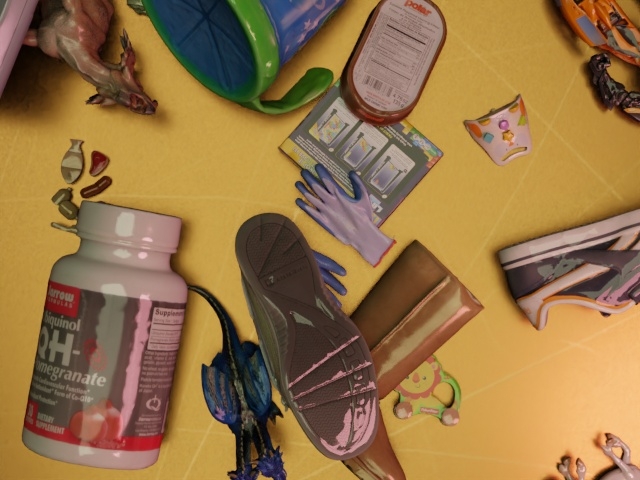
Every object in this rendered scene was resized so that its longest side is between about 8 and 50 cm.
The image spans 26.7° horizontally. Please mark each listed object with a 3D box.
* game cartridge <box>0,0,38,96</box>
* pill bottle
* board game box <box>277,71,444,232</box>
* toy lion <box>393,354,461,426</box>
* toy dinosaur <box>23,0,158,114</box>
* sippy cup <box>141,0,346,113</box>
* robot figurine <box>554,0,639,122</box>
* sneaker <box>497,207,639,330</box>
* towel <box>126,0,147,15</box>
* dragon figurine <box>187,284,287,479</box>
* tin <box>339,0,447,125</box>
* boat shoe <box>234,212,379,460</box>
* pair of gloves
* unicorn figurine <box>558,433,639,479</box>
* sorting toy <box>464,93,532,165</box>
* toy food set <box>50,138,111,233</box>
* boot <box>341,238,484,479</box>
[{"bbox_3d":[-0.454,-0.271,1.672,0.060,0.294,0.196,27,87,-44],"label":"game cartridge"},{"bbox_3d":[-0.265,0.116,1.702,0.176,0.176,0.319,10,90,0],"label":"pill bottle"},{"bbox_3d":[0.053,-0.116,1.766,0.170,0.048,0.141,42,92,0],"label":"board game box"},{"bbox_3d":[0.138,0.192,1.779,0.100,0.034,0.096,9,83,-1],"label":"toy lion"},{"bbox_3d":[-0.305,-0.285,1.723,0.200,0.127,0.296,18,58,-39],"label":"toy dinosaur"},{"bbox_3d":[-0.074,-0.326,1.671,0.224,0.305,0.240,-39,70,-23],"label":"sippy cup"},{"bbox_3d":[0.418,-0.293,1.748,0.211,0.085,0.291,-37,90,1],"label":"robot figurine"},{"bbox_3d":[0.399,0.022,1.733,0.321,0.126,0.127,-18,86,10],"label":"sneaker"},{"bbox_3d":[-0.175,-0.342,1.773,0.148,0.027,0.110,11,89,0],"label":"towel"},{"bbox_3d":[-0.104,0.186,1.718,0.085,0.144,0.289,-15,90,-1],"label":"dragon figurine"},{"bbox_3d":[0.097,-0.237,1.742,0.106,0.040,0.190,27,71,-10],"label":"tin"},{"bbox_3d":[-0.022,0.122,1.683,0.118,0.103,0.320,-24,80,-15],"label":"boat shoe"},{"bbox_3d":[0.000,0.000,1.750,0.159,0.023,0.198,43,109,-1],"label":"pair of gloves"},{"bbox_3d":[0.390,0.315,1.771,0.162,0.060,0.111,-29,91,16],"label":"unicorn figurine"},{"bbox_3d":[0.244,-0.140,1.776,0.083,0.045,0.075,-26,110,0],"label":"sorting toy"},{"bbox_3d":[-0.311,-0.067,1.780,0.078,0.019,0.122,16,83,-1],"label":"toy food set"},{"bbox_3d":[0.105,0.167,1.723,0.269,0.089,0.236,-44,71,0],"label":"boot"}]
